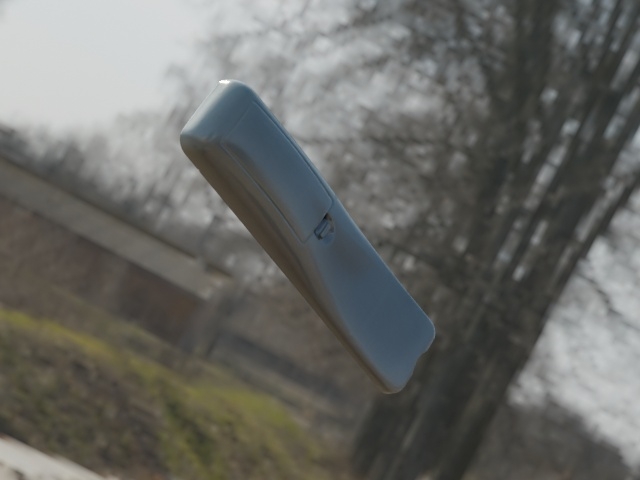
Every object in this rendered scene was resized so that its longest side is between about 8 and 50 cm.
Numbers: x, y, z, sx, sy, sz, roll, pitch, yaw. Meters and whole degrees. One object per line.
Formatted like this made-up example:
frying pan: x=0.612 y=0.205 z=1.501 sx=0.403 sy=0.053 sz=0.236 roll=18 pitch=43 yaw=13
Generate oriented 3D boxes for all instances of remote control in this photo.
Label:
remote control: x=0.000 y=0.000 z=0.917 sx=0.027 sy=0.050 sz=0.184 roll=-5 pitch=-48 yaw=48
